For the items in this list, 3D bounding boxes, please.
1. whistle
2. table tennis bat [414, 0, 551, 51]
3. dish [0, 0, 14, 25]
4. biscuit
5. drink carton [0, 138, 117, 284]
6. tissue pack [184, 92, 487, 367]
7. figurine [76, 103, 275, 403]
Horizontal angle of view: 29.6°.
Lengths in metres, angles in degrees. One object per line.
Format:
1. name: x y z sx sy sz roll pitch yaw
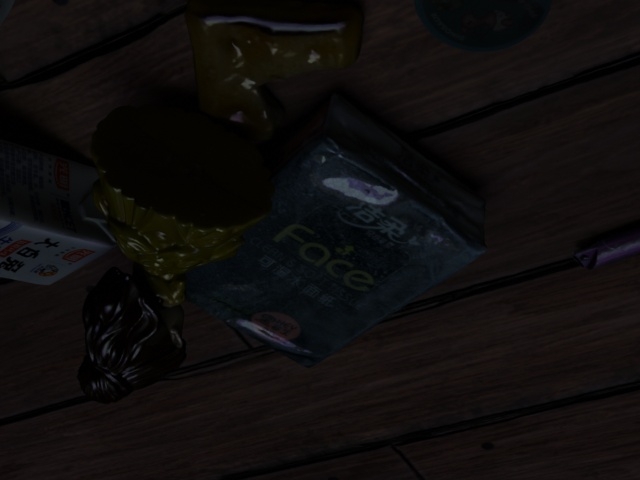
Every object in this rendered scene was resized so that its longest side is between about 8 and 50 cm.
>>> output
1. whistle: 0.363 -0.006 1.337 0.176 0.033 0.033 -21 130 28
2. table tennis bat: 0.175 -0.243 1.112 0.124 0.033 0.201 33 137 -27
3. dish: -0.405 -0.261 1.039 0.273 0.134 0.273 2 113 5
4. biscuit: -0.049 -0.168 1.222 0.174 0.039 0.183 5 138 0
5. drink carton: -0.372 -0.042 1.275 0.130 0.106 0.315 -25 154 34
6. tissue pack: 0.000 0.000 1.346 0.228 0.103 0.316 31 133 -23
7. figurine: -0.174 0.033 1.287 0.187 0.168 0.315 17 132 -5
